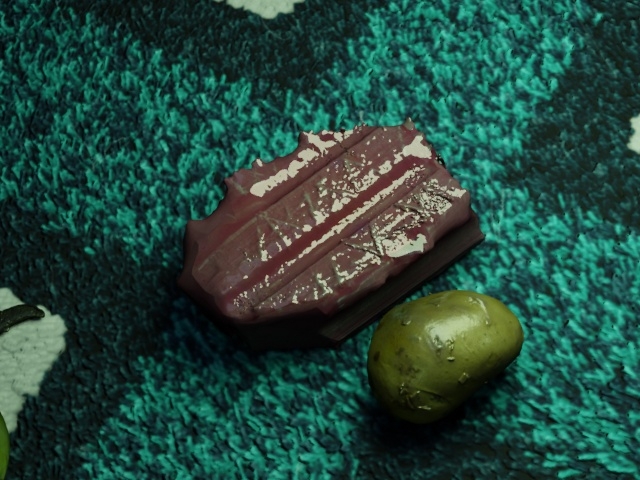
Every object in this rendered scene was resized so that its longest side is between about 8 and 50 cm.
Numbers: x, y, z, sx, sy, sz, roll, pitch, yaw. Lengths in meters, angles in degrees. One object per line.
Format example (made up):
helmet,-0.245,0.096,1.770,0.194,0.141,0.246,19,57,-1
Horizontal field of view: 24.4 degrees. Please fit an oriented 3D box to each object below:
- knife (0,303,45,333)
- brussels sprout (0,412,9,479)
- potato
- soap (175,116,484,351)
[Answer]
knife,-0.417,0.139,1.706,0.222,0.021,0.045,-40,66,-15
brussels sprout,-0.393,0.217,1.586,0.149,0.151,0.122,32,64,29
potato,0.128,0.116,1.586,0.176,0.137,0.137,-39,63,-16
soap,0.000,0.000,1.667,0.325,0.127,0.220,-34,61,-11
